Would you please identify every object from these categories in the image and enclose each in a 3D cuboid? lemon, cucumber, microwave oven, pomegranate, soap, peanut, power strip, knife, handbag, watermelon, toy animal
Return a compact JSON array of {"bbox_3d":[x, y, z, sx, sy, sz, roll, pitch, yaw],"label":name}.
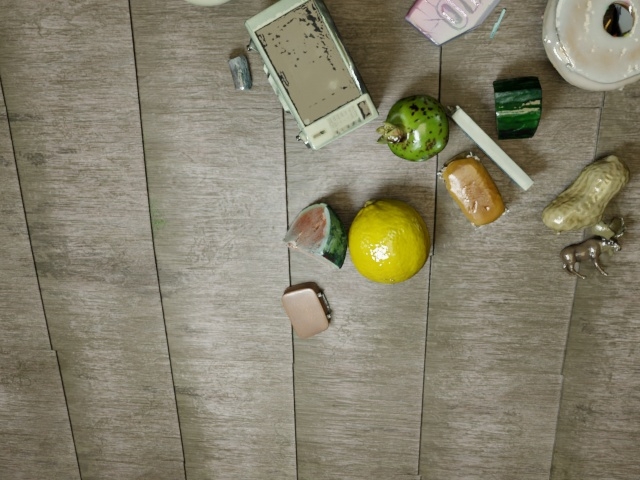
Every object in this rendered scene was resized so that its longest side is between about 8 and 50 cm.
[{"bbox_3d":[0.222,0.005,1.718,0.293,0.293,0.293,2,109,6],"label":"lemon"},{"bbox_3d":[0.590,-0.394,1.590,0.130,0.191,0.191,-1,108,17],"label":"cucumber"},{"bbox_3d":[-0.023,-0.490,1.549,0.247,0.333,0.394,-27,102,11],"label":"microwave oven"},{"bbox_3d":[-0.259,-0.539,1.709,0.064,0.064,0.112,-11,109,11],"label":"cucumber"},{"bbox_3d":[0.278,-0.337,1.617,0.211,0.263,0.211,27,128,39],"label":"pomegranate"},{"bbox_3d":[0.421,-0.723,1.536,0.193,0.109,0.324,38,108,-6],"label":"soap"},{"bbox_3d":[0.842,-0.133,1.667,0.159,0.143,0.291,31,107,-40],"label":"peanut"},{"bbox_3d":[0.530,-0.296,1.664,0.367,0.106,0.043,43,105,-7],"label":"power strip"},{"bbox_3d":[0.534,-0.655,1.597,0.014,0.005,0.091,21,110,-1],"label":"knife"},{"bbox_3d":[-0.047,0.252,1.939,0.151,0.072,0.193,-21,102,14],"label":"handbag"},{"bbox_3d":[0.000,0.000,1.732,0.180,0.305,0.224,-19,105,-20],"label":"watermelon"},{"bbox_3d":[0.899,0.026,1.733,0.214,0.094,0.186,-13,98,20],"label":"toy animal"}]

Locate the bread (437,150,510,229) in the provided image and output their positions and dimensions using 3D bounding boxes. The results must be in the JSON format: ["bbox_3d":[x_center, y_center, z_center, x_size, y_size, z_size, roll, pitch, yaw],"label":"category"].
[{"bbox_3d":[0.497,-0.165,1.713,0.136,0.107,0.241,-32,101,19],"label":"bread"}]

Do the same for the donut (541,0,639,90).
[{"bbox_3d":[0.819,-0.622,1.500,0.383,0.142,0.382,2,109,6],"label":"donut"}]

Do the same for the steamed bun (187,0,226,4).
[{"bbox_3d":[-0.339,-0.850,1.526,0.334,0.233,0.312,46,110,1],"label":"steamed bun"}]
